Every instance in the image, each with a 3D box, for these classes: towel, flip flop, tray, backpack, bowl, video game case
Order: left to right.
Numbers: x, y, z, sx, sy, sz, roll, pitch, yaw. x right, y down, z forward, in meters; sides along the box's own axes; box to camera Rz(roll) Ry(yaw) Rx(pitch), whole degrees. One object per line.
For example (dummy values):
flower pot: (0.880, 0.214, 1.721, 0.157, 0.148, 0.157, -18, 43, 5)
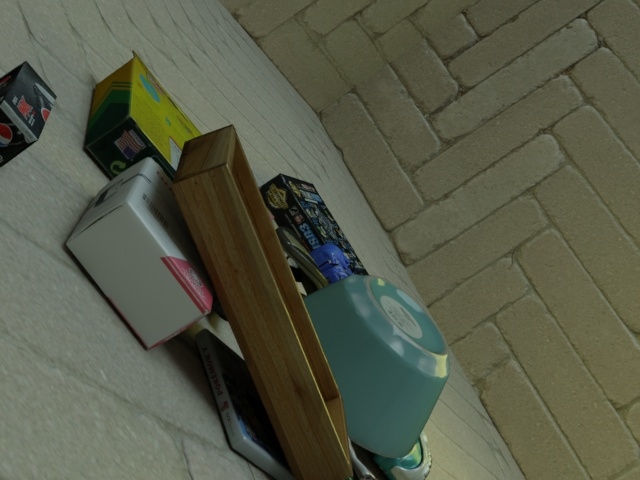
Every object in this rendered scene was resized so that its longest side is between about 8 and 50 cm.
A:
video game case: (-0.077, 0.224, 1.433, 0.201, 0.023, 0.183, 48, 11, -46)
tray: (-0.068, 0.079, 1.388, 0.203, 0.076, 0.411, -97, 165, -71)
flip flop: (-0.035, 0.079, 2.039, 0.112, 0.080, 0.277, 56, -8, 34)
backpack: (0.021, 0.070, 2.269, 0.120, 0.098, 0.101, 56, 12, -6)
towel: (0.071, 0.343, 1.580, 0.197, 0.029, 0.144, 65, -8, -33)
bowl: (0.085, 0.173, 1.795, 0.311, 0.163, 0.311, 38, 19, -16)

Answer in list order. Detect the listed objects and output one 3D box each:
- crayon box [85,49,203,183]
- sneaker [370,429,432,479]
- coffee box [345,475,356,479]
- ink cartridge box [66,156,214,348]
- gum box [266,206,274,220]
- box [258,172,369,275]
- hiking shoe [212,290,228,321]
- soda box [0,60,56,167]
crayon box: (-0.243, -0.139, 1.664, 0.202, 0.081, 0.318, 52, 10, -24)
sneaker: (0.118, 0.309, 1.935, 0.110, 0.107, 0.275, 42, 14, -23)
coffee box: (0.060, 0.380, 1.469, 0.184, 0.040, 0.113, 61, -1, 9)
ink cartridge box: (-0.199, 0.008, 1.330, 0.159, 0.092, 0.218, 55, 10, -15)
gum box: (-0.162, -0.092, 1.981, 0.188, 0.062, 0.107, 55, 9, -6)
box: (0.000, 0.000, 2.492, 0.293, 0.073, 0.295, 56, 9, 8)
hiking shoe: (-0.105, 0.069, 1.630, 0.114, 0.086, 0.227, 49, 10, -20)
soda box: (-0.339, -0.143, 1.257, 0.060, 0.053, 0.169, 52, 10, -22)
